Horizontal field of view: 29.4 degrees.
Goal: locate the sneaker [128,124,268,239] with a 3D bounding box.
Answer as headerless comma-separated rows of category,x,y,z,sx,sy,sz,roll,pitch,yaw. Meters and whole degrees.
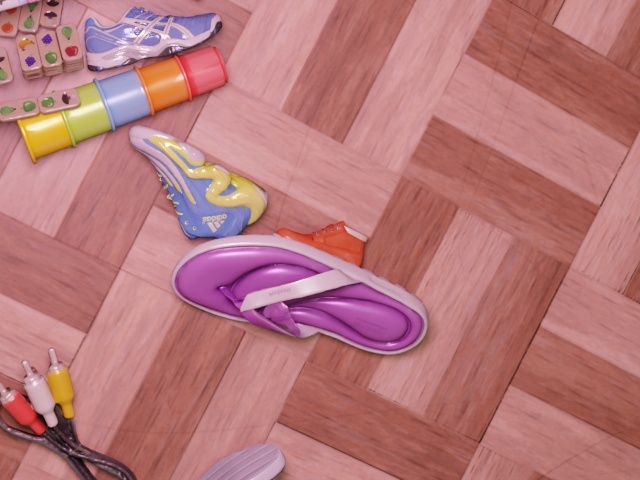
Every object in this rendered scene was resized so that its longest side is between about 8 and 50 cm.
sneaker,-0.201,-0.074,1.846,0.240,0.091,0.126,29,90,-15

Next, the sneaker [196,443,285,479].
sneaker,-0.158,0.418,1.921,0.258,0.094,0.091,-34,120,-3

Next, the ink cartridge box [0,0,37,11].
ink cartridge box,-0.423,-0.449,1.711,0.306,0.131,0.226,-20,111,-15

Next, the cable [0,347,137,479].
cable,-0.394,0.306,1.854,0.139,0.072,0.287,-30,102,-2

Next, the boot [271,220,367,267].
boot,0.000,0.000,1.920,0.158,0.059,0.084,22,88,-22

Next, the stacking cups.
stacking cups,-0.290,-0.204,1.812,0.316,0.096,0.096,-19,100,-11

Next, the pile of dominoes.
pile of dominoes,-0.470,-0.262,1.747,0.251,0.040,0.196,-13,71,-11

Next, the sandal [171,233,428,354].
sandal,-0.020,0.095,1.868,0.416,0.102,0.169,13,125,-15

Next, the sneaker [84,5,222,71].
sneaker,-0.250,-0.311,1.814,0.211,0.080,0.081,-16,101,-11
